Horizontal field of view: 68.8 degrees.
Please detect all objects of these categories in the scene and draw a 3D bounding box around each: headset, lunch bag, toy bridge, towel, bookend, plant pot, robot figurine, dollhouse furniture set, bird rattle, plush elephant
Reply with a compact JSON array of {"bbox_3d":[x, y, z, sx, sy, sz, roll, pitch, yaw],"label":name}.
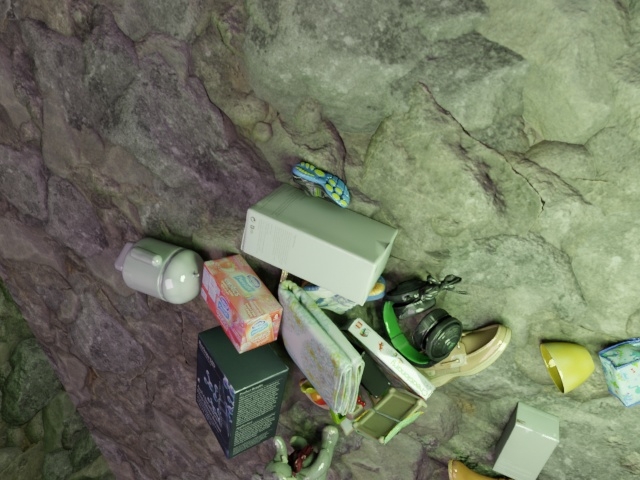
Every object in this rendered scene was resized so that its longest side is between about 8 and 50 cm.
[{"bbox_3d":[0.268,0.214,1.286,0.243,0.185,0.394,56,146,24],"label":"headset"},{"bbox_3d":[0.799,0.321,1.172,0.151,0.096,0.129,-23,108,5],"label":"lunch bag"},{"bbox_3d":[-0.113,0.141,1.556,0.026,0.063,0.188,14,123,20],"label":"toy bridge"},{"bbox_3d":[-0.009,0.339,1.480,0.374,0.090,0.320,45,148,33],"label":"towel"},{"bbox_3d":[0.132,0.421,1.545,0.157,0.072,0.156,52,167,-15],"label":"bookend"},{"bbox_3d":[0.660,0.324,1.236,0.095,0.134,0.134,-21,108,9],"label":"plant pot"},{"bbox_3d":[-0.561,0.109,1.684,0.353,0.200,0.300,15,162,20],"label":"robot figurine"},{"bbox_3d":[0.199,0.583,1.498,0.301,0.197,0.151,-1,118,59],"label":"dollhouse furniture set"},{"bbox_3d":[0.032,0.558,1.716,0.253,0.143,0.207,45,141,-19],"label":"bird rattle"},{"bbox_3d":[-0.114,0.863,1.781,0.255,0.330,0.272,30,141,-31],"label":"plush elephant"}]

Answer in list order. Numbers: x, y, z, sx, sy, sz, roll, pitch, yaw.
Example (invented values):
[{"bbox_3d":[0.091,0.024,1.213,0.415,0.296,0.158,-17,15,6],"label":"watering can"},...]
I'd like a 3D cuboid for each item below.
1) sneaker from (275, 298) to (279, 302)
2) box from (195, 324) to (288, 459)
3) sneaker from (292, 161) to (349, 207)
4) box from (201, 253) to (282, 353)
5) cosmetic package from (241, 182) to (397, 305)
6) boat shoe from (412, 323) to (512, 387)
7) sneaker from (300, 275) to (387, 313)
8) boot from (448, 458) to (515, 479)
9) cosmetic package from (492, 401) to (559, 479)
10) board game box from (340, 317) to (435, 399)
[{"bbox_3d":[-0.211,0.261,1.669,0.209,0.069,0.082,-8,123,26],"label":"sneaker"},{"bbox_3d":[-0.302,0.539,1.723,0.293,0.212,0.395,43,134,39],"label":"box"},{"bbox_3d":[0.001,-0.154,1.337,0.188,0.067,0.078,31,148,6],"label":"sneaker"},{"bbox_3d":[-0.267,0.199,1.543,0.300,0.142,0.154,44,135,37],"label":"box"},{"bbox_3d":[0.000,0.000,1.324,0.385,0.217,0.156,26,126,15],"label":"cosmetic package"},{"bbox_3d":[0.398,0.325,1.362,0.110,0.121,0.341,43,129,-2],"label":"boat shoe"},{"bbox_3d":[0.084,0.165,1.454,0.296,0.112,0.131,-2,125,38],"label":"sneaker"},{"bbox_3d":[0.578,0.827,1.564,0.220,0.109,0.283,-27,105,37],"label":"boot"},{"bbox_3d":[0.626,0.625,1.432,0.127,0.107,0.238,20,122,16],"label":"cosmetic package"},{"bbox_3d":[0.200,0.361,1.453,0.305,0.053,0.193,42,169,4],"label":"board game box"}]
